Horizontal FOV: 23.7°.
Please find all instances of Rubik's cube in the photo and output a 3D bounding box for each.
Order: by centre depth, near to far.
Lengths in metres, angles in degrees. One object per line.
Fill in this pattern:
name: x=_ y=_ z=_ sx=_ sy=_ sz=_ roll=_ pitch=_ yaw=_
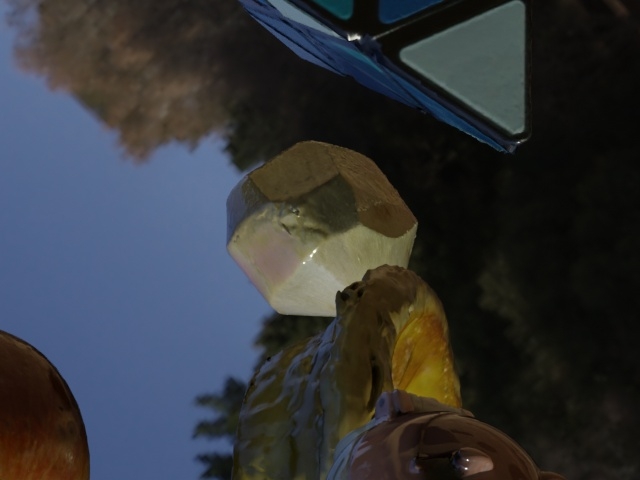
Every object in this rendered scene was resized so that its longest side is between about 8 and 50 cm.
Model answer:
Rubik's cube: x=0.018 y=-0.231 z=0.818 sx=0.250 sy=0.234 sz=0.284 roll=33 pitch=-178 yaw=-24

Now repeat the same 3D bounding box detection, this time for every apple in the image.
apple: x=-0.365 y=0.202 z=1.415 sx=0.301 sy=0.301 sz=0.301 roll=43 pitch=-165 yaw=-15

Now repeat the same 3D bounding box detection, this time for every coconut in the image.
coconut: x=0.000 y=0.000 z=1.810 sx=0.237 sy=0.197 sz=0.237 roll=41 pitch=-161 yaw=-17

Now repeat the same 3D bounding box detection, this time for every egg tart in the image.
egg tart: x=0.026 y=0.208 z=1.213 sx=0.388 sy=0.169 sz=0.388 roll=-3 pitch=-90 yaw=-77

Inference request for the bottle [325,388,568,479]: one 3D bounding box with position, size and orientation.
bottle: x=0.025 y=0.175 z=0.764 sx=0.147 sy=0.236 sz=0.148 roll=26 pitch=-144 yaw=-21
